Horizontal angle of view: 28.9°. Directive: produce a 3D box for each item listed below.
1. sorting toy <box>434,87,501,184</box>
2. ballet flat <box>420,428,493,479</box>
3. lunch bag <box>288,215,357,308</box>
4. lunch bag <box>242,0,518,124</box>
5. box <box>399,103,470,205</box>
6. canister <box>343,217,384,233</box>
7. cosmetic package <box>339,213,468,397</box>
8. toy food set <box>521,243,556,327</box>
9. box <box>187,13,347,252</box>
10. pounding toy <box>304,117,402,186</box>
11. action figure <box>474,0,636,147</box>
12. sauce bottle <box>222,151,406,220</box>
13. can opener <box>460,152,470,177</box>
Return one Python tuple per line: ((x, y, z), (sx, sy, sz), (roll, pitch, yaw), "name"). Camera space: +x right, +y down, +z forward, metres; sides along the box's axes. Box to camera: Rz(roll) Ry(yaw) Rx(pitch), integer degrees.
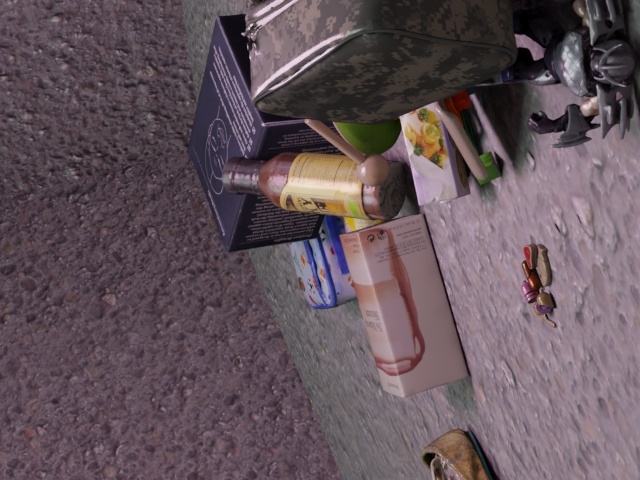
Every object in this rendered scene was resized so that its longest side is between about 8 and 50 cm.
((0.173, -0.198, 1.619), (0.347, 0.047, 0.196), (48, -157, -57), "sorting toy")
((0.268, 0.464, 2.117), (0.348, 0.123, 0.123), (-120, 17, -48), "ballet flat")
((0.000, 0.000, 2.767), (0.243, 0.115, 0.303), (166, 86, -77), "lunch bag")
((0.052, -0.284, 1.352), (0.305, 0.213, 0.256), (-21, 67, 59), "lunch bag")
((0.144, -0.212, 1.775), (0.067, 0.063, 0.324), (-14, -88, -67), "box")
((0.089, -0.017, 2.402), (0.126, 0.073, 0.170), (-127, 25, -60), "canister")
((0.143, 0.112, 2.177), (0.153, 0.129, 0.296), (167, 87, -78), "cosmetic package")
((0.288, 0.057, 1.675), (0.078, 0.019, 0.122), (-135, 30, -67), "toy food set")
((-0.104, -0.215, 2.494), (0.395, 0.212, 0.293), (112, 143, -50), "box")
((0.093, -0.220, 1.968), (0.183, 0.110, 0.237), (47, -139, -26), "pounding toy")
((0.246, -0.196, 1.326), (0.285, 0.099, 0.185), (-146, 53, -66), "action figure")
((-0.017, -0.103, 2.215), (0.344, 0.111, 0.111), (7, 121, 33), "sauce bottle")
((0.176, -0.171, 1.844), (0.059, 0.073, 0.186), (1, -108, -61), "can opener")
